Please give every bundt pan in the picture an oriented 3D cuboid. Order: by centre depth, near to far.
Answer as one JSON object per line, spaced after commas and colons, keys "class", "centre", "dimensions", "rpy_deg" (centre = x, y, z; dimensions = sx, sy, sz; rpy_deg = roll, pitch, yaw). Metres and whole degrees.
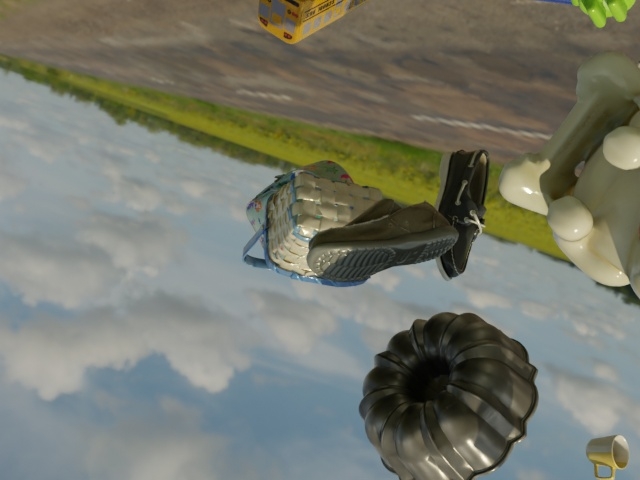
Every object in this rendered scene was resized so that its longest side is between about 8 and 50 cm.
{"class": "bundt pan", "centre": [0.202, 0.259, 1.465], "dimensions": [0.124, 0.331, 0.331], "rpy_deg": [46, 169, -33]}

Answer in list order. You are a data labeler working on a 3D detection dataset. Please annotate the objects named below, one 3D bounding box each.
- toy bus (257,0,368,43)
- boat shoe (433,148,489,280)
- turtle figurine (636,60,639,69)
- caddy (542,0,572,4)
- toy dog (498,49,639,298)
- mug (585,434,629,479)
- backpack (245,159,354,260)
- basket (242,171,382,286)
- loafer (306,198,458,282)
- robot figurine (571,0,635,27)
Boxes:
{"class": "toy bus", "centre": [0.024, -0.523, 1.694], "dimensions": [0.108, 0.130, 0.332], "rpy_deg": [34, -131, 20]}
{"class": "boat shoe", "centre": [0.282, -0.061, 1.663], "dimensions": [0.091, 0.303, 0.114], "rpy_deg": [-8, 147, 26]}
{"class": "turtle figurine", "centre": [0.670, -0.269, 1.702], "dimensions": [0.175, 0.234, 0.118], "rpy_deg": [33, 144, -17]}
{"class": "caddy", "centre": [0.361, -0.497, 1.324], "dimensions": [0.341, 0.241, 0.179], "rpy_deg": [3, -167, -10]}
{"class": "toy dog", "centre": [0.490, -0.020, 1.209], "dimensions": [0.395, 0.284, 0.408], "rpy_deg": [36, -161, -24]}
{"class": "mug", "centre": [0.530, 0.400, 1.578], "dimensions": [0.064, 0.062, 0.078], "rpy_deg": [-14, -158, 46]}
{"class": "backpack", "centre": [-0.029, -0.057, 1.929], "dimensions": [0.253, 0.225, 0.191], "rpy_deg": [-28, 177, 38]}
{"class": "basket", "centre": [0.000, 0.000, 1.682], "dimensions": [0.254, 0.201, 0.289], "rpy_deg": [11, 145, -18]}
{"class": "loafer", "centre": [0.080, -0.006, 1.211], "dimensions": [0.251, 0.094, 0.087], "rpy_deg": [-7, -121, -35]}
{"class": "robot figurine", "centre": [0.339, -0.312, 0.999], "dimensions": [0.101, 0.115, 0.067], "rpy_deg": [-11, 153, 37]}
